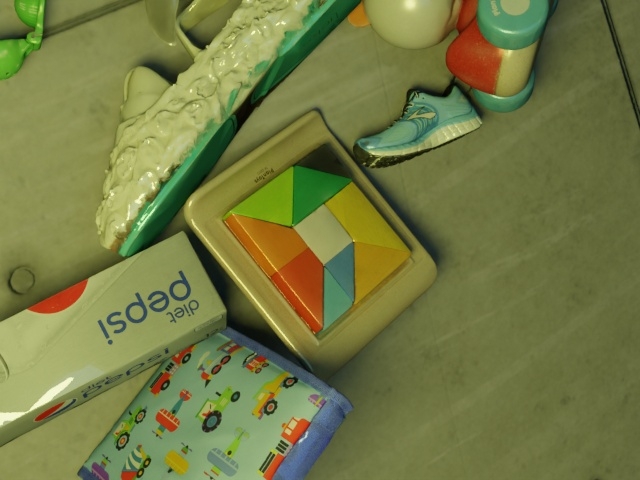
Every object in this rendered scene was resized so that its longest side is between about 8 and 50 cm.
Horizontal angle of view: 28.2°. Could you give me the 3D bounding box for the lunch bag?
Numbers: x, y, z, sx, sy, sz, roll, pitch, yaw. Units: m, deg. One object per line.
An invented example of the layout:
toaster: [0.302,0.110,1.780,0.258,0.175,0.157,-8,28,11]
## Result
lunch bag: [-0.094,0.214,1.261,0.138,0.293,0.221,41,80,-21]

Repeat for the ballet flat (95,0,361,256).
ballet flat: [-0.118,-0.164,1.319,0.147,0.147,0.409,45,75,-21]

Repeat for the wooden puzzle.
wooden puzzle: [0.000,0.000,1.350,0.221,0.044,0.239,-39,94,-37]

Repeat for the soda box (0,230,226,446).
soda box: [-0.239,0.103,1.264,0.286,0.091,0.098,-27,78,-11]

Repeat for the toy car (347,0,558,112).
toy car: [0.138,-0.279,1.390,0.238,0.219,0.210,16,78,9]

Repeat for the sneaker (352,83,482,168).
sneaker: [0.102,-0.132,1.446,0.162,0.063,0.073,-23,89,-26]

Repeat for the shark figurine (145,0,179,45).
shark figurine: [-0.091,-0.298,1.243,0.278,0.116,0.166,-12,70,-7]

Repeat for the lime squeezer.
lime squeezer: [-0.314,-0.228,1.261,0.110,0.059,0.310,40,78,11]
